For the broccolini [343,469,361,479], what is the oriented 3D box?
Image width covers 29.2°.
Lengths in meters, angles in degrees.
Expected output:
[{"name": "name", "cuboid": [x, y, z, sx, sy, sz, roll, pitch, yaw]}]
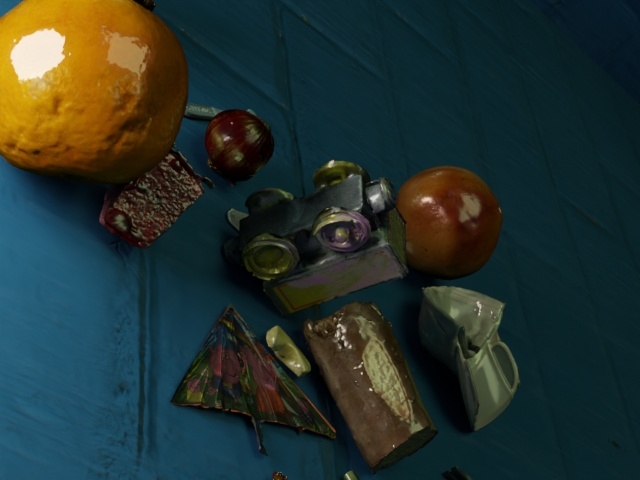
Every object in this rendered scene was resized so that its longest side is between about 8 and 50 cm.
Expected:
[{"name": "broccolini", "cuboid": [0.091, 0.396, 1.656, 0.091, 0.068, 0.203, -5, 63, -51]}]

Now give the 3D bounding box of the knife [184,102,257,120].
[{"name": "knife", "cuboid": [-0.167, -0.203, 1.969, 0.210, 0.015, 0.028, -3, 69, -57]}]

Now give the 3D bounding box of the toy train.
[{"name": "toy train", "cuboid": [0.000, 0.000, 1.767, 0.177, 0.261, 0.134, 56, 24, -36]}]

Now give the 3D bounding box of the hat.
[{"name": "hat", "cuboid": [0.238, 0.201, 2.097, 0.219, 0.164, 0.226, -7, 104, -59]}]

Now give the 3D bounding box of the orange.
[{"name": "orange", "cuboid": [-0.290, -0.186, 1.499, 0.261, 0.261, 0.261, 38, 32, -29]}]

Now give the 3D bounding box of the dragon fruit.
[{"name": "dragon fruit", "cuboid": [-0.229, -0.054, 1.627, 0.102, 0.096, 0.147, 45, 72, -11]}]

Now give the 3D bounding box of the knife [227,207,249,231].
[{"name": "knife", "cuboid": [-0.024, 0.014, 1.948, 0.336, 0.043, 0.081, 12, 58, -44]}]

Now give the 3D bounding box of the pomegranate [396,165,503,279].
[{"name": "pomegranate", "cuboid": [0.223, -0.028, 2.189, 0.209, 0.209, 0.209, 38, 32, -29]}]

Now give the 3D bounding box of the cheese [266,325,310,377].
[{"name": "cheese", "cuboid": [-0.047, 0.159, 1.737, 0.083, 0.030, 0.044, 51, 7, -16]}]

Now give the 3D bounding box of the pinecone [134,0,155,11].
[{"name": "pinecone", "cuboid": [-0.309, -0.381, 1.790, 0.165, 0.163, 0.163, 19, 44, -50]}]

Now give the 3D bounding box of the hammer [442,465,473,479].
[{"name": "hammer", "cuboid": [0.179, 0.406, 1.827, 0.246, 0.029, 0.103, -8, 66, -58]}]

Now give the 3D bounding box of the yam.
[{"name": "yam", "cuboid": [0.073, 0.205, 1.784, 0.128, 0.129, 0.238, -19, 72, -25]}]

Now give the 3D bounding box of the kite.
[{"name": "kite", "cuboid": [-0.096, 0.187, 1.655, 0.321, 0.016, 0.234, 23, 40, -46]}]

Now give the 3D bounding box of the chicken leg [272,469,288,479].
[{"name": "chicken leg", "cuboid": [-0.053, 0.327, 1.555, 0.036, 0.021, 0.083, 43, 29, -40]}]

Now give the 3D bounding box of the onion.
[{"name": "onion", "cuboid": [-0.128, -0.147, 1.876, 0.118, 0.118, 0.117, 45, -4, -18]}]
